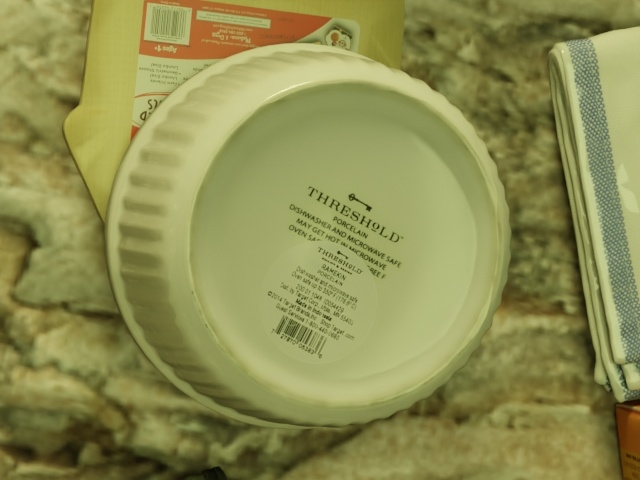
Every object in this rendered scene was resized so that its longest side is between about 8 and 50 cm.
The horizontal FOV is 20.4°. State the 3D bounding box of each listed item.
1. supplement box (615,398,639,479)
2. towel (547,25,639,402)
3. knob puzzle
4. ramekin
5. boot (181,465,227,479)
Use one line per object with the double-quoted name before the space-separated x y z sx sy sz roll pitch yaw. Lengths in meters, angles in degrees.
"supplement box" 0.225 0.205 1.008 0.078 0.080 0.233 -7 91 -11
"towel" 0.276 -0.035 1.038 0.285 0.034 0.209 -11 91 -14
"knob puzzle" -0.046 -0.052 0.968 0.213 0.030 0.213 -1 92 -16
"ramekin" 0.000 0.000 0.911 0.207 0.109 0.207 -1 93 -16
"boot" -0.110 0.247 0.938 0.161 0.083 0.246 -2 90 -6
